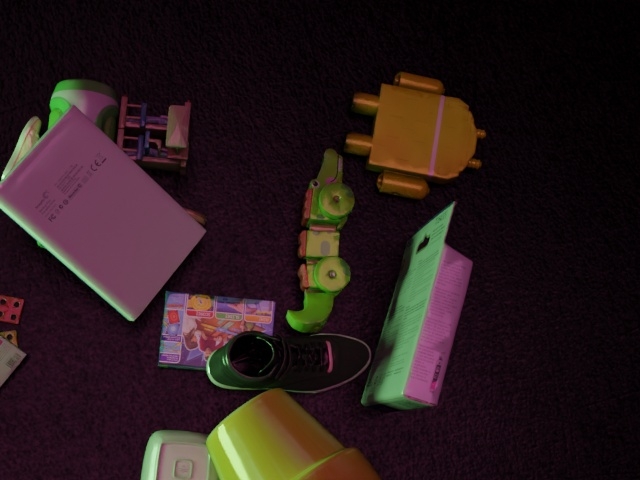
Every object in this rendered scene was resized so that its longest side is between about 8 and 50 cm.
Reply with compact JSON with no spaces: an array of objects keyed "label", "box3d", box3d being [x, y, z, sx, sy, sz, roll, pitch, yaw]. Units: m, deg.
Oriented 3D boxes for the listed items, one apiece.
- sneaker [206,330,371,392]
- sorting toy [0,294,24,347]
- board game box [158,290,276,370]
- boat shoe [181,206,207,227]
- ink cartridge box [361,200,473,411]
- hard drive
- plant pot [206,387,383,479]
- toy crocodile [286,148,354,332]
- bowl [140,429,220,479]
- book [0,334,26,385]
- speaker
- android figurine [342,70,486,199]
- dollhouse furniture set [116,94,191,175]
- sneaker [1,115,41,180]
[{"label":"sneaker","box3d":[-0.043,0.208,1.761,0.296,0.147,0.104,-2,77,-12]},{"label":"sorting toy","box3d":[-0.654,0.133,1.777,0.274,0.046,0.132,15,77,-5]},{"label":"board game box","box3d":[-0.186,0.169,1.841,0.201,0.035,0.136,6,77,-7]},{"label":"boat shoe","box3d":[-0.298,-0.039,1.853,0.178,0.064,0.060,16,77,-8]},{"label":"ink cartridge box","box3d":[0.173,0.128,1.751,0.071,0.324,0.330,19,77,-5]},{"label":"hard drive","box3d":[-0.374,-0.045,1.741,0.319,0.040,0.210,45,67,-21]},{"label":"plant pot","box3d":[-0.061,0.389,1.707,0.254,0.254,0.239,-33,72,-13]},{"label":"toy crocodile","box3d":[0.000,0.000,1.861,0.105,0.115,0.340,5,78,-6]},{"label":"bowl","box3d":[-0.240,0.400,1.771,0.142,0.053,0.142,7,72,-5]},{"label":"book","box3d":[-0.594,0.191,1.750,0.144,0.035,0.096,42,80,-23]},{"label":"speaker","box3d":[-0.433,-0.131,1.821,0.131,0.131,0.296,5,78,-7]},{"label":"android figurine","box3d":[0.184,-0.202,1.959,0.273,0.056,0.248,9,77,-5]},{"label":"dollhouse furniture set","box3d":[-0.299,-0.207,1.826,0.129,0.184,0.129,4,78,-7]},{"label":"sneaker","box3d":[-0.521,-0.155,1.855,0.070,0.051,0.134,23,79,-4]}]
